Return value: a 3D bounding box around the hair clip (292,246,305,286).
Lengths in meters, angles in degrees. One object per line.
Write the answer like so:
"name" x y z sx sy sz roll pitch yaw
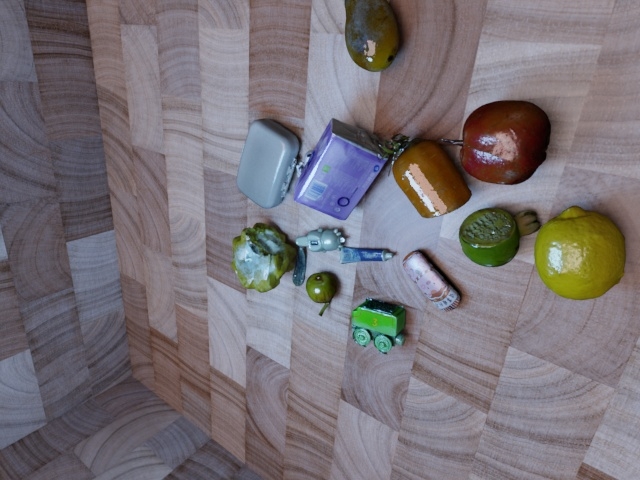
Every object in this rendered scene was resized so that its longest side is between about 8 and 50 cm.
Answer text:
"hair clip" -0.099 0.124 2.021 0.066 0.036 0.229 31 129 30

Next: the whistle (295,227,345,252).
"whistle" -0.001 0.002 1.860 0.253 0.105 0.102 -4 73 31

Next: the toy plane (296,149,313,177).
"toy plane" -0.021 -0.297 1.782 0.174 0.080 0.174 5 105 18

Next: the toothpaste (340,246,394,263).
"toothpaste" 0.190 0.062 1.775 0.268 0.047 0.069 -1 118 41

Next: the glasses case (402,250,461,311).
"glasses case" 0.424 0.154 1.611 0.267 0.067 0.103 49 130 13

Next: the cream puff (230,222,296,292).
"cream puff" -0.265 0.098 1.981 0.323 0.269 0.274 47 110 26

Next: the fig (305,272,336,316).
"fig" 0.016 0.235 1.923 0.142 0.148 0.186 -16 135 26

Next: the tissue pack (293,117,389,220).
"tissue pack" 0.072 -0.271 1.618 0.242 0.160 0.338 21 128 -18

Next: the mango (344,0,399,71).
"mango" 0.166 -0.733 1.446 0.192 0.146 0.316 -25 77 39

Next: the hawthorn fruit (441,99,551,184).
"hawthorn fruit" 0.513 -0.292 1.257 0.300 0.254 0.254 10 112 22

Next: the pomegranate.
"pomegranate" 0.580 -0.013 1.389 0.190 0.241 0.159 33 162 50

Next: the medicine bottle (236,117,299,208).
"medicine bottle" -0.247 -0.344 1.908 0.282 0.123 0.375 38 126 23

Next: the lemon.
"lemon" 0.746 0.040 1.221 0.233 0.233 0.288 0 104 37

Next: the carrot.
"carrot" 0.353 -0.236 1.445 0.193 0.214 0.331 -35 87 2

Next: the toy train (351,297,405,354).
"toy train" 0.243 0.358 1.788 0.243 0.132 0.188 9 107 33
